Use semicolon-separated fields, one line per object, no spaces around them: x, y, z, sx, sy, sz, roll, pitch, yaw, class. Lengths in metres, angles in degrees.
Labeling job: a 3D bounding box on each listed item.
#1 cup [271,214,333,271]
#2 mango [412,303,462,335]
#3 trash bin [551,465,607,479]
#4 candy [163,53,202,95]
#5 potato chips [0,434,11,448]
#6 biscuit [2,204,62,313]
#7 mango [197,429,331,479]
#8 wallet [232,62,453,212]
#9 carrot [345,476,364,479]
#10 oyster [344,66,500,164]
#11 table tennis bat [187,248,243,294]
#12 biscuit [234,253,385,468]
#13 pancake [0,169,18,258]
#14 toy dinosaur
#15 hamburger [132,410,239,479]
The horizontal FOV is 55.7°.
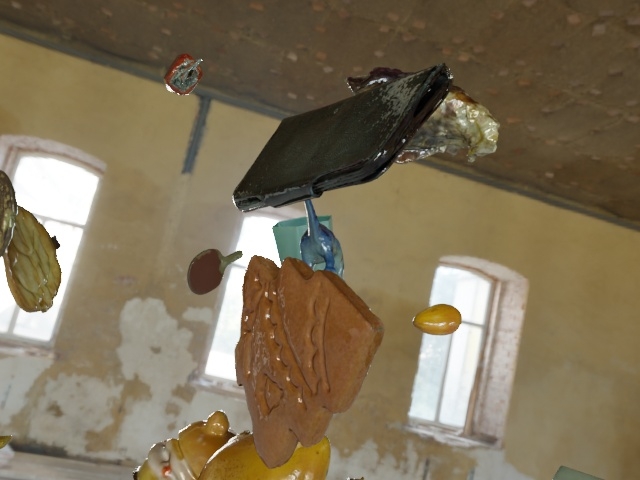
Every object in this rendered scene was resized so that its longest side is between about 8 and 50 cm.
-0.023;0.067;1.391;0.148;0.236;0.134;-14;13;-18;cup
0.202;0.138;1.048;0.089;0.060;0.046;-5;-49;-10;mango
0.328;0.333;0.705;0.130;0.059;0.116;9;32;42;trash bin
-0.286;-0.345;1.264;0.059;0.086;0.292;32;3;-22;candy
-0.603;0.313;0.961;0.204;0.037;0.026;14;33;-19;potato chips
-0.665;0.043;1.388;0.041;0.260;0.203;-6;20;11;biscuit
-0.102;0.436;1.069;0.160;0.290;0.191;47;13;-24;mango
0.007;-0.111;0.728;0.045;0.172;0.318;45;-26;-24;wallet
-0.027;0.434;0.886;0.059;0.248;0.059;46;3;-3;carrot
0.181;-0.248;1.182;0.271;0.275;0.100;-26;-9;8;oyster
-0.315;0.079;1.831;0.022;0.131;0.234;10;25;32;table tennis bat
-0.032;0.133;0.754;0.043;0.284;0.306;5;-21;-34;biscuit
-0.631;-0.046;1.152;0.199;0.199;0.021;6;-2;35;pancake
-0.001;0.022;1.097;0.076;0.144;0.329;-8;-27;11;toy dinosaur
-0.233;0.517;1.317;0.276;0.237;0.276;46;-7;8;hamburger
